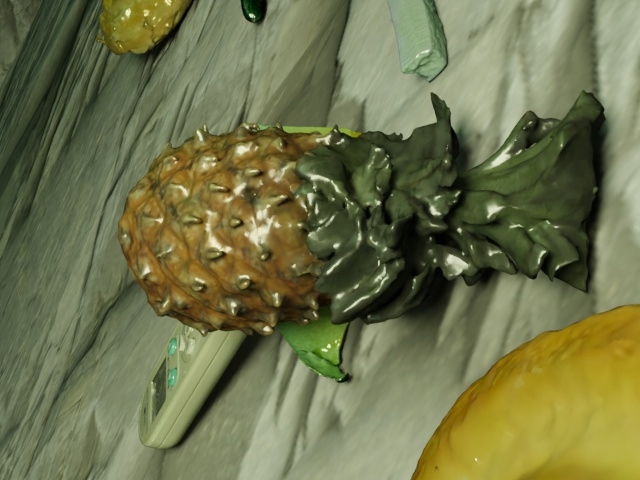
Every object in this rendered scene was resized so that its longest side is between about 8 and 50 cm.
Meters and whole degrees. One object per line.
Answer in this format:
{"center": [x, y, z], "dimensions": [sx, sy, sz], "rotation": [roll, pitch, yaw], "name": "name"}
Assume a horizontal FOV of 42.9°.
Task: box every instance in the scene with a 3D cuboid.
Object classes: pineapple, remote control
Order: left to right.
{"center": [-0.108, 0.102, 0.704], "dimensions": [0.221, 0.042, 0.078], "rotation": [-58, 30, 36], "name": "remote control"}
{"center": [0.022, -0.023, 0.509], "dimensions": [0.310, 0.141, 0.170], "rotation": [-7, 45, 35], "name": "pineapple"}

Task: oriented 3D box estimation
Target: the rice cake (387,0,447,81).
{"center": [0.070, -0.194, 0.661], "dimensions": [0.042, 0.030, 0.180], "rotation": [-37, 41, 33], "name": "rice cake"}

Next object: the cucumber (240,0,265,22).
{"center": [-0.084, -0.303, 0.983], "dimensions": [0.032, 0.032, 0.133], "rotation": [-46, 35, 32], "name": "cucumber"}

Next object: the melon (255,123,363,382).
{"center": [0.000, 0.000, 0.646], "dimensions": [0.114, 0.053, 0.262], "rotation": [-26, 50, 24], "name": "melon"}

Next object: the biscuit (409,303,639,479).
{"center": [0.124, 0.124, 0.295], "dimensions": [0.274, 0.091, 0.213], "rotation": [6, 76, 61], "name": "biscuit"}

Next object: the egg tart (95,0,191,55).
{"center": [-0.266, -0.479, 1.286], "dimensions": [0.351, 0.153, 0.339], "rotation": [-51, 30, 24], "name": "egg tart"}
